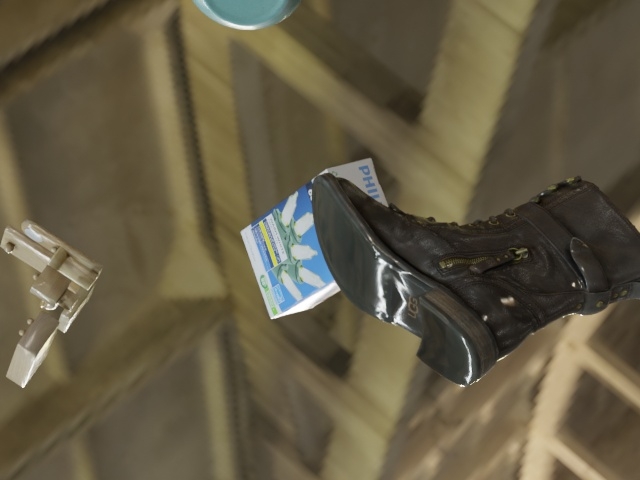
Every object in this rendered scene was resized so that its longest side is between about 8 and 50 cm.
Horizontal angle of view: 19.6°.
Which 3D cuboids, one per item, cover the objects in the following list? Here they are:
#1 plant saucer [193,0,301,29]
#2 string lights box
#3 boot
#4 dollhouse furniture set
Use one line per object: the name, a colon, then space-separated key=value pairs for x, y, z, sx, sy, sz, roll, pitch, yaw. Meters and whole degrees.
plant saucer: x=-0.072 y=-0.248 z=1.775 sx=0.021 sy=0.119 sz=0.119 roll=-86 pitch=18 yaw=-52
string lights box: x=0.000 y=0.000 z=2.456 sx=0.076 sy=0.133 sz=0.259 roll=-14 pitch=-11 yaw=-32
boot: x=0.143 y=0.001 z=1.591 sx=0.229 sy=0.263 sz=0.091 roll=-28 pitch=-32 yaw=-28
dollhouse furniture set: x=-0.344 y=0.064 z=2.121 sx=0.151 sy=0.123 sz=0.144 roll=-57 pitch=1 yaw=-27
